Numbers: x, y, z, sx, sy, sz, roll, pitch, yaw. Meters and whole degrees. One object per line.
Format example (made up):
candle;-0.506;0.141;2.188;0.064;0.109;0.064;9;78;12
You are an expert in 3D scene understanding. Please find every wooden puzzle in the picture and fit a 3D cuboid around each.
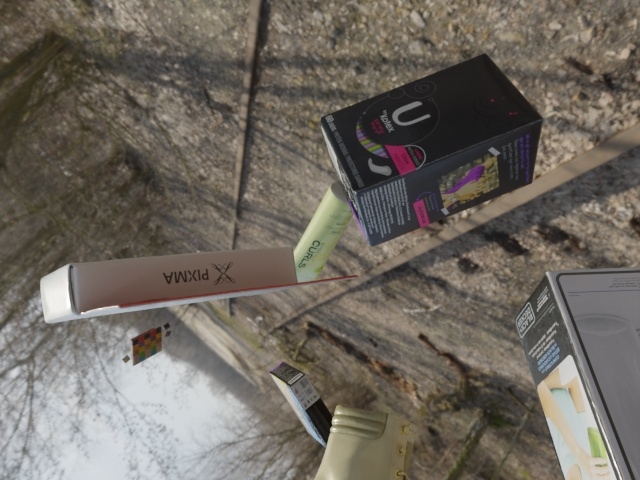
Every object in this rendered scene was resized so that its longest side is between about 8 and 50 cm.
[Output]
wooden puzzle;-0.258;0.156;0.794;0.006;0.083;0.049;29;126;30

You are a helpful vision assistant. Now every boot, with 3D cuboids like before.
boot;0.109;0.340;0.697;0.262;0.203;0.095;12;148;21

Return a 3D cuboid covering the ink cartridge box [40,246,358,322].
ink cartridge box;-0.138;0.041;0.602;0.239;0.275;0.060;-16;80;49

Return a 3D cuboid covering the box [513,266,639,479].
box;0.273;0.162;0.391;0.169;0.289;0.087;-1;144;-4

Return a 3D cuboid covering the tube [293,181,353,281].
tube;0.000;0.000;0.992;0.070;0.062;0.240;29;127;-1

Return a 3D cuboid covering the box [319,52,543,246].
box;0.158;-0.133;0.793;0.143;0.271;0.165;69;179;-54

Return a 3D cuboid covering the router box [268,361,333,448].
router box;-0.029;0.352;1.139;0.178;0.046;0.133;60;159;-12
